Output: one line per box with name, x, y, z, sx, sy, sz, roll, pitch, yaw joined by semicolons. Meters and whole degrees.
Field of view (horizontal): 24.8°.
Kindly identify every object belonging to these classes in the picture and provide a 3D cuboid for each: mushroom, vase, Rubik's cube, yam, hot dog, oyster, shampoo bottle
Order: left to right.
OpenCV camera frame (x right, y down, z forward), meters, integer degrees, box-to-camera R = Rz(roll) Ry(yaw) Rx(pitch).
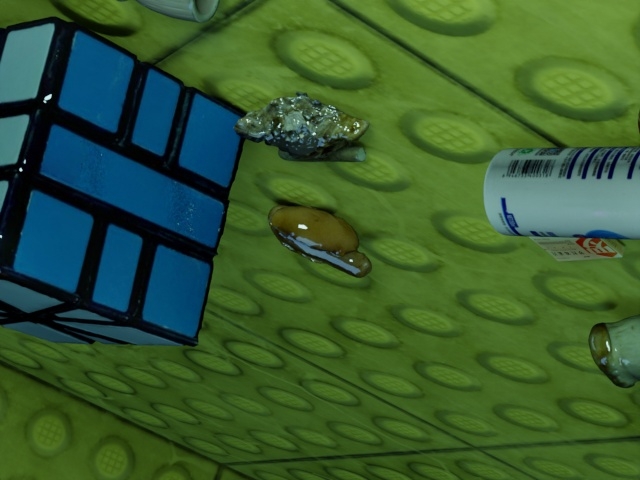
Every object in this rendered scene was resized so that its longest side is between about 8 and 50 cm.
Rubik's cube;-0.292;-0.051;1.591;0.294;0.283;0.288;-6;158;44
vase;-0.148;-0.238;1.367;0.101;0.053;0.053;16;160;24
oyster;-0.015;-0.114;1.558;0.148;0.051;0.103;-16;148;42
hot dog;-0.001;0.000;1.817;0.140;0.060;0.090;23;164;-18
yam;0.000;-0.097;1.625;0.116;0.021;0.021;5;155;37
shampoo bottle;0.306;-0.044;1.384;0.303;0.092;0.092;3;153;38
mushroom;0.474;0.133;1.689;0.333;0.087;0.107;2;157;31

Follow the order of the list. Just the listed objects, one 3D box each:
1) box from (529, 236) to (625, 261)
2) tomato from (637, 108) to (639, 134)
box;0.285;0.002;1.625;0.058;0.015;0.093;37;154;-34
tomato;0.316;-0.099;1.263;0.087;0.075;0.087;16;163;5
